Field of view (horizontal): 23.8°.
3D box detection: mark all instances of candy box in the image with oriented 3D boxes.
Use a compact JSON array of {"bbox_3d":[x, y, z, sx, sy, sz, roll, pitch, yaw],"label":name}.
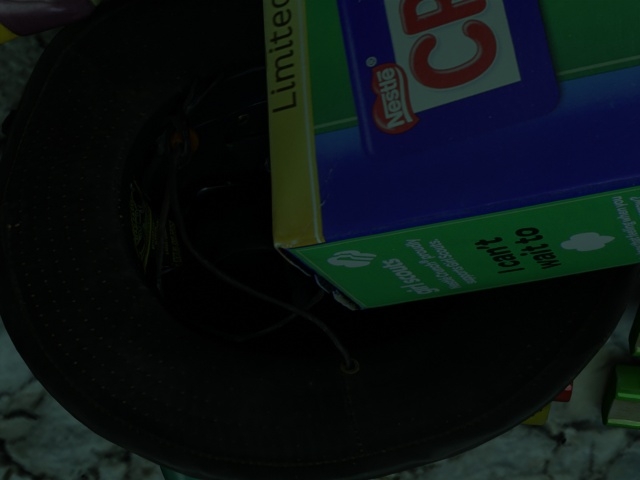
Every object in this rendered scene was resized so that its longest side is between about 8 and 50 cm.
[{"bbox_3d":[0.136,-0.130,0.658,0.317,0.268,0.122,-12,157,18],"label":"candy box"}]

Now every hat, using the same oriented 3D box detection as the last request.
[{"bbox_3d":[0.000,0.000,0.795,0.331,0.331,0.134,-9,152,-4],"label":"hat"}]

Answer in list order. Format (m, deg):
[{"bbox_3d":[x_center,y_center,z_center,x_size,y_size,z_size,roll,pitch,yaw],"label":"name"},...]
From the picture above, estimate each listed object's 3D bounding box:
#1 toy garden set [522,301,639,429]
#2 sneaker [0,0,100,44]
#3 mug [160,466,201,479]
[{"bbox_3d":[0.194,0.036,0.856,0.203,0.049,0.244,6,134,-1],"label":"toy garden set"},{"bbox_3d":[-0.204,-0.109,0.785,0.185,0.069,0.084,0,123,-1],"label":"sneaker"},{"bbox_3d":[-0.029,0.095,0.875,0.129,0.097,0.158,11,112,-12],"label":"mug"}]
